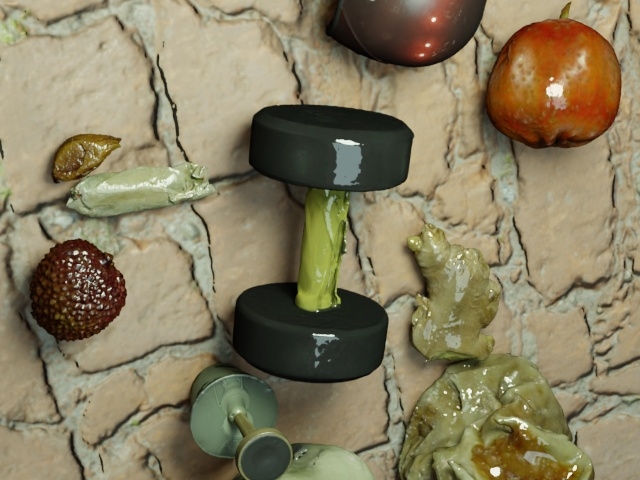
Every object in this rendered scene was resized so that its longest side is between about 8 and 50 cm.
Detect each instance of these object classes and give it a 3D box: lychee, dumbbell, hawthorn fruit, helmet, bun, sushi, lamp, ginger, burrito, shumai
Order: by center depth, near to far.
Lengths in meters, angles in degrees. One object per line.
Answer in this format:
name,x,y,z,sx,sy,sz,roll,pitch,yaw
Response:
sushi,-0.292,-0.106,1.513,0.099,0.047,0.050,-21,102,5
lychee,-0.299,0.065,1.521,0.123,0.123,0.129,21,98,-25
helmet,0.108,-0.311,1.530,0.216,0.193,0.189,4,106,-52
burrito,-0.226,-0.065,1.549,0.188,0.045,0.058,-10,103,-15
dumbbell,0.000,0.000,1.566,0.203,0.204,0.323,1,106,-21
lamp,-0.106,0.236,1.594,0.121,0.214,0.121,-7,111,-18
hawthorn fruit,0.311,-0.221,1.633,0.179,0.179,0.201,7,91,-22
bun,-0.056,0.370,1.651,0.273,0.273,0.168,-33,75,-8
ginger,0.188,0.074,1.733,0.137,0.074,0.213,-8,103,-18
shumai,0.267,0.348,1.745,0.267,0.262,0.314,4,107,-21
